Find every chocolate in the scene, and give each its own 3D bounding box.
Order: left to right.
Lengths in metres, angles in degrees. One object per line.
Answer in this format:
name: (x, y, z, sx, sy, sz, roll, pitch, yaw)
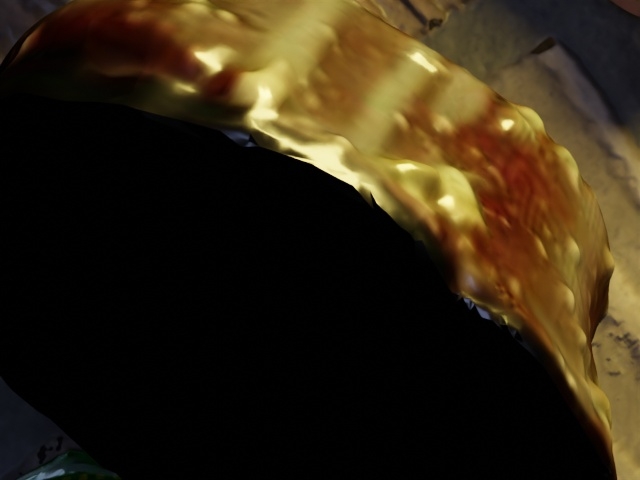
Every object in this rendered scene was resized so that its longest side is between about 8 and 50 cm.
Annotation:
chocolate: (0.000, 0.000, 0.841, 0.340, 0.210, 0.225, 34, 129, -5)

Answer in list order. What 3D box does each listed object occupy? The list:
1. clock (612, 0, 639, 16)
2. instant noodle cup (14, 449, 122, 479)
clock: (0.177, -0.268, 0.924, 0.248, 0.090, 0.227, 43, 86, -2)
instant noodle cup: (-0.106, 0.213, 0.823, 0.207, 0.233, 0.207, 0, 89, -5)
